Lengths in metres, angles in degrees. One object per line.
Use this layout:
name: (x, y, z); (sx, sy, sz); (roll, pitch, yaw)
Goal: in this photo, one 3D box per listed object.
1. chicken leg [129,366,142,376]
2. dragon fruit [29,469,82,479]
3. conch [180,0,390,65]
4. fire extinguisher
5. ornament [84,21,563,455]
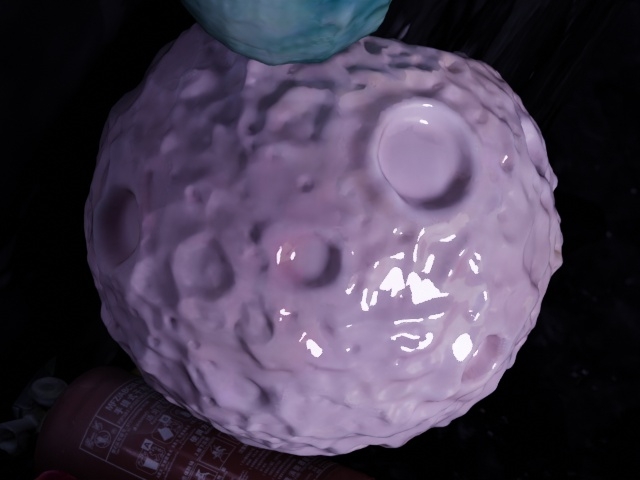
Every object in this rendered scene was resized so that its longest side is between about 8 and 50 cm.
chicken leg: (-0.109, 0.128, 0.959); (0.429, 0.152, 0.201); (-45, 154, -13)
dragon fruit: (-0.132, 0.245, 0.611); (0.249, 0.386, 0.371); (-64, 155, -21)
conch: (0.003, -0.164, 0.530); (0.202, 0.134, 0.196); (-44, 175, -36)
fire extinguisher: (-0.080, 0.139, 0.745); (0.105, 0.269, 0.105); (-48, 148, -43)
ornament: (0.000, 0.000, 0.690); (0.259, 0.259, 0.225); (-9, 110, -75)
